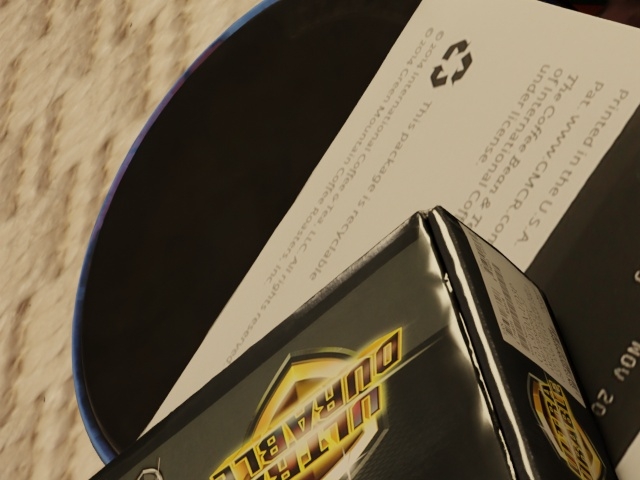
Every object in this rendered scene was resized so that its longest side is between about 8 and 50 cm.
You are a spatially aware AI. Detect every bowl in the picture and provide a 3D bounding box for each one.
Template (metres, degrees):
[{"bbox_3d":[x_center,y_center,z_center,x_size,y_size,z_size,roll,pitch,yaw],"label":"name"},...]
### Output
[{"bbox_3d":[0.000,0.000,1.043,0.391,0.077,0.391,-26,48,32],"label":"bowl"}]

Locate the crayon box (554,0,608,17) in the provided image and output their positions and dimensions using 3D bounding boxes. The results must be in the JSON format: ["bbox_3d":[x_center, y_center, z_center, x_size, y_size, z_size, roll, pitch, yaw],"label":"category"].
[{"bbox_3d":[0.193,-0.307,1.122,0.318,0.081,0.202,-53,31,4],"label":"crayon box"}]

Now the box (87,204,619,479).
[{"bbox_3d":[-0.021,0.120,0.408,0.220,0.051,0.175,-39,37,21],"label":"box"}]

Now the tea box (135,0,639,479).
[{"bbox_3d":[0.107,0.148,0.567,0.329,0.323,0.220,-55,32,-3],"label":"tea box"}]
